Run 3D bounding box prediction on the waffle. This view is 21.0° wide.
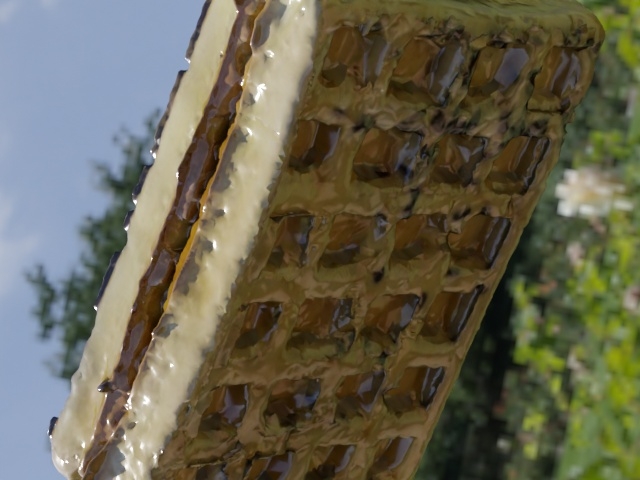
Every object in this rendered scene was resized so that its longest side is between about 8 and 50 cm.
[{"bbox_3d":[0.000,0.000,1.050,0.261,0.114,0.376,-2,-57,-41],"label":"waffle"}]
